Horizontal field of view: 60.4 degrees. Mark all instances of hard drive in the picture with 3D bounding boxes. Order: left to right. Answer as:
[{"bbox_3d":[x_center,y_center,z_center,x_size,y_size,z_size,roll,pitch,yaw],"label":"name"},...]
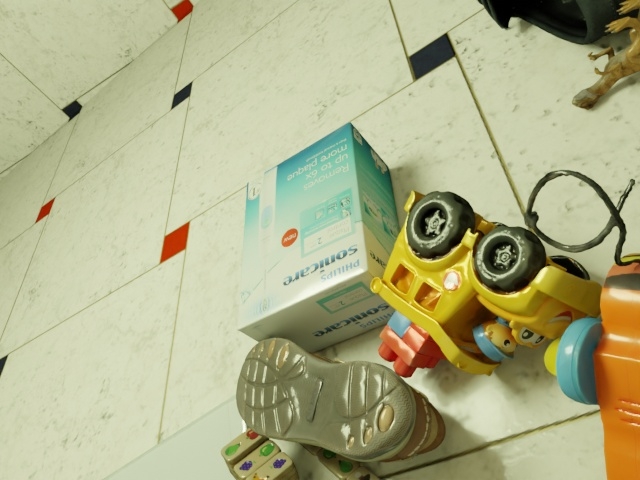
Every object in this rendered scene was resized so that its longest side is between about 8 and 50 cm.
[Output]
[{"bbox_3d":[-0.203,0.372,0.775,0.308,0.040,0.203,-35,40,16],"label":"hard drive"}]

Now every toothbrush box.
[{"bbox_3d":[0.000,0.000,0.826,0.216,0.126,0.295,-26,45,26],"label":"toothbrush box"}]

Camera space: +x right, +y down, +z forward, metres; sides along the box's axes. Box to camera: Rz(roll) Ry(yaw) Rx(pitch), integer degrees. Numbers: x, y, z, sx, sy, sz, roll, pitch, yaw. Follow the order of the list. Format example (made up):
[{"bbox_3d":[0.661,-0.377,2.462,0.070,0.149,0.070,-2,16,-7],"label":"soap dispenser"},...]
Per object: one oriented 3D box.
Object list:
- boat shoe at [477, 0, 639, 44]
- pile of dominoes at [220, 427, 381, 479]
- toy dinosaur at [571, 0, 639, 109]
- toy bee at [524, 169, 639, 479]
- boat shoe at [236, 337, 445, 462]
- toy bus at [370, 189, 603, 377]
[{"bbox_3d":[0.304,-0.435,0.860,0.156,0.187,0.500,-39,44,3],"label":"boat shoe"},{"bbox_3d":[-0.035,0.294,0.603,0.196,0.040,0.251,-31,28,-27],"label":"pile of dominoes"},{"bbox_3d":[0.410,-0.241,0.678,0.212,0.112,0.064,-25,30,35],"label":"toy dinosaur"},{"bbox_3d":[0.278,0.076,0.430,0.162,0.298,0.195,-25,36,-30],"label":"toy bee"},{"bbox_3d":[0.008,0.198,0.665,0.324,0.116,0.123,2,68,53],"label":"boat shoe"},{"bbox_3d":[0.161,0.074,0.611,0.220,0.149,0.211,36,99,49],"label":"toy bus"}]
